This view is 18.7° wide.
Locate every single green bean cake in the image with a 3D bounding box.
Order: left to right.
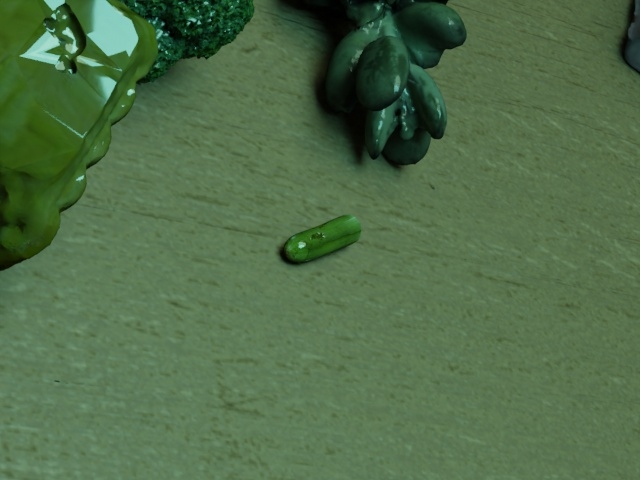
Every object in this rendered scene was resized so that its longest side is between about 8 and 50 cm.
[{"bbox_3d":[-0.260,-0.119,1.394,0.236,0.124,0.233,34,77,-15],"label":"green bean cake"}]

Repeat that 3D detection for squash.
[{"bbox_3d":[0.000,0.000,1.664,0.083,0.027,0.027,-23,76,-47],"label":"squash"}]

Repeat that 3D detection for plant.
[{"bbox_3d":[0.062,-0.205,1.791,0.146,0.149,0.274,36,41,-55],"label":"plant"}]

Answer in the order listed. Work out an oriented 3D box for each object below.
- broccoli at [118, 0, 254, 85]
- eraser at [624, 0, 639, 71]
[{"bbox_3d":[-0.156,-0.261,1.577,0.261,0.241,0.269,26,68,-46],"label":"broccoli"},{"bbox_3d":[0.479,-0.353,2.168,0.122,0.272,0.359,35,42,-14],"label":"eraser"}]
